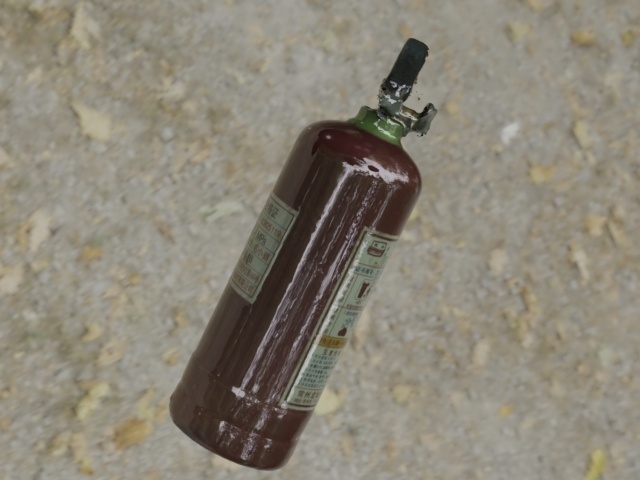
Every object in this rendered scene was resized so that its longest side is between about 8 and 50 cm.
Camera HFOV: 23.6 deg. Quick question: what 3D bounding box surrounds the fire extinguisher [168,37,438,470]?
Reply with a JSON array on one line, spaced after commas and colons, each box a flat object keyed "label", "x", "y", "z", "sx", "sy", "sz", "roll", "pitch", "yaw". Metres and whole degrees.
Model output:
[{"label": "fire extinguisher", "x": 0.000, "y": 0.000, "z": 0.796, "sx": 0.071, "sy": 0.099, "sz": 0.231, "roll": 25, "pitch": 97, "yaw": -1}]
